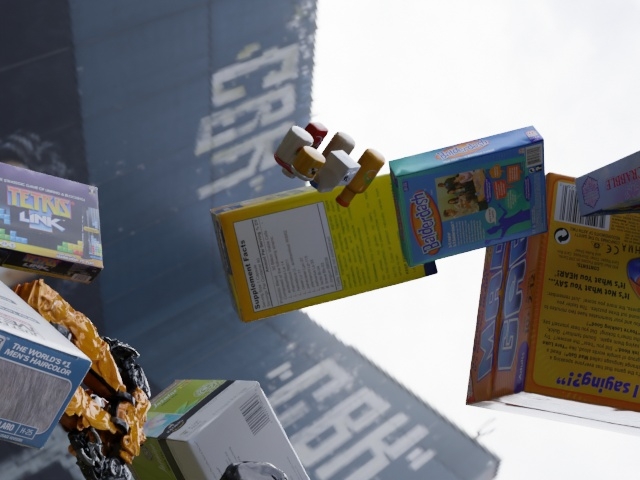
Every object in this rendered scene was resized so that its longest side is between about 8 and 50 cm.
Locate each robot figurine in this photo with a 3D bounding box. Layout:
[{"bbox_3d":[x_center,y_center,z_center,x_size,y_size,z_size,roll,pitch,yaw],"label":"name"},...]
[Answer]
[{"bbox_3d":[-0.325,0.195,1.297,0.085,0.211,0.291,-12,-46,21],"label":"robot figurine"}]

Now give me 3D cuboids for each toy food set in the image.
[{"bbox_3d":[-0.004,-0.108,1.499,0.111,0.232,0.104,42,-66,16],"label":"toy food set"}]

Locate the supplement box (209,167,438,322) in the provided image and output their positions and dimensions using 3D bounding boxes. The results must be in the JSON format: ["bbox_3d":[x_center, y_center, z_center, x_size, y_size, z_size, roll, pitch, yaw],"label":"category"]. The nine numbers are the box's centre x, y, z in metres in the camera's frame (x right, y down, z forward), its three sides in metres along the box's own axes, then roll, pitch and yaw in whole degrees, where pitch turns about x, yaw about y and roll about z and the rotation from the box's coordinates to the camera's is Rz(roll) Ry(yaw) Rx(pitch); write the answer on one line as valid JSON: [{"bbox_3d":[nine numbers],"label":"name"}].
[{"bbox_3d":[0.000,0.000,1.749,0.195,0.356,0.194,-158,-125,-79],"label":"supplement box"}]

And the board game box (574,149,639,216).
[{"bbox_3d":[0.574,-0.101,1.354,0.318,0.318,0.066,147,-62,-73],"label":"board game box"}]

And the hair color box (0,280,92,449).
[{"bbox_3d":[-0.399,0.068,0.981,0.347,0.105,0.174,28,-3,43],"label":"hair color box"}]

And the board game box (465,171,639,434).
[{"bbox_3d":[0.484,0.129,1.681,0.356,0.356,0.356,117,-17,-75],"label":"board game box"}]

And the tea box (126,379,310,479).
[{"bbox_3d":[-0.227,0.490,2.092,0.323,0.220,0.329,-8,-67,48],"label":"tea box"}]

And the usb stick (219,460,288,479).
[{"bbox_3d":[-0.118,0.337,1.089,0.278,0.077,0.045,-59,-152,35],"label":"usb stick"}]

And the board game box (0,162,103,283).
[{"bbox_3d":[-0.384,-0.025,1.322,0.048,0.170,0.141,-40,-131,38],"label":"board game box"}]

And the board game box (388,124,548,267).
[{"bbox_3d":[0.209,-0.060,1.370,0.047,0.210,0.160,-109,-174,-54],"label":"board game box"}]
